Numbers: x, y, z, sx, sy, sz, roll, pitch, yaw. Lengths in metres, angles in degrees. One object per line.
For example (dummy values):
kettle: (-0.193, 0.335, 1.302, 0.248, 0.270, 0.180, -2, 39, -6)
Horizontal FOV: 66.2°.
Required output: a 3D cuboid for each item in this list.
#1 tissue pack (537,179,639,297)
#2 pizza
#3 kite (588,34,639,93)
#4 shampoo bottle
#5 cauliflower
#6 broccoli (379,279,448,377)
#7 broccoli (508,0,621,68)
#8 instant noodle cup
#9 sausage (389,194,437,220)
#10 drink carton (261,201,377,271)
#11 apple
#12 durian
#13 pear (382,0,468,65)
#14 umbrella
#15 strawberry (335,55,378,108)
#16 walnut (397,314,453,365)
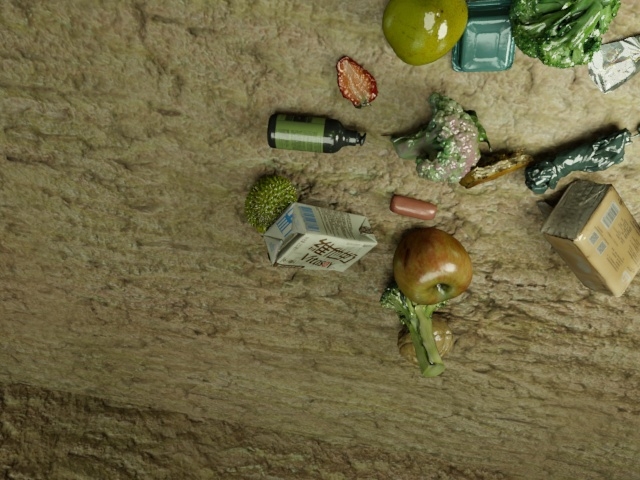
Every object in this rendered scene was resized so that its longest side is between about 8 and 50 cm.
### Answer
tissue pack: (0.817, -0.011, 1.515, 0.238, 0.239, 0.305, -32, 121, 32)
pizza: (0.508, -0.217, 1.417, 0.226, 0.147, 0.069, -22, 83, 13)
kite: (0.792, -0.466, 1.209, 0.245, 0.015, 0.141, -25, 126, 30)
shampoo bottle: (-0.009, -0.308, 1.433, 0.283, 0.101, 0.101, 6, 133, 5)
cauliflower: (0.311, -0.268, 1.375, 0.315, 0.239, 0.256, 2, 176, 32)
broccoli: (0.372, 0.305, 1.780, 0.221, 0.362, 0.252, -31, 159, 24)
broccoli: (0.542, -0.514, 1.065, 0.261, 0.269, 0.241, 29, 173, -15)
instant noodle cup: (0.408, -0.493, 1.214, 0.157, 0.070, 0.179, 1, 134, 11)
sausage: (0.302, -0.105, 1.595, 0.154, 0.062, 0.062, 13, 133, -2)
drink carton: (-0.001, 0.000, 1.608, 0.324, 0.132, 0.194, 7, 143, -41)
apple: (0.370, 0.081, 1.651, 0.264, 0.264, 0.265, 5, 133, 5)
durian: (-0.169, -0.126, 1.584, 0.198, 0.159, 0.146, -36, 156, 20)
pear: (0.244, -0.515, 1.150, 0.198, 0.198, 0.198, 5, 133, 5)
umbrella: (0.750, -0.229, 1.374, 0.348, 0.143, 0.094, -21, 82, 17)
strawberry: (0.100, -0.432, 1.340, 0.103, 0.048, 0.152, -15, 115, 31)
walnut: (0.417, 0.401, 1.961, 0.245, 0.198, 0.198, -30, 122, 36)
